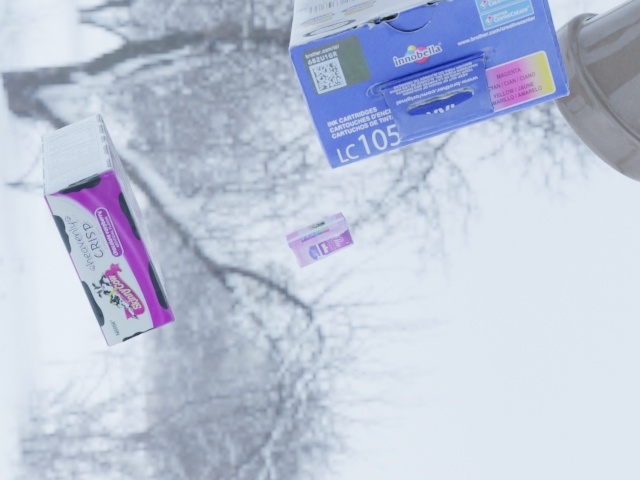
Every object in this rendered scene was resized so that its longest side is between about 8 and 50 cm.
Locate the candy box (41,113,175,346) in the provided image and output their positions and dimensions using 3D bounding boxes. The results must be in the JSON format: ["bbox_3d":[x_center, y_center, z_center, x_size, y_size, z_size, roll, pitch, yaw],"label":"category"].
[{"bbox_3d":[-0.210,-0.017,1.216,0.233,0.071,0.159,-124,-166,-69],"label":"candy box"}]

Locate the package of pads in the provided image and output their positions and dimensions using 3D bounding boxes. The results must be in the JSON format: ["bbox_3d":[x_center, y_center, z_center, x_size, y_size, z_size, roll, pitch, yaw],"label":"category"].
[{"bbox_3d":[0.000,0.000,1.649,0.050,0.083,0.032,65,1,-53],"label":"package of pads"}]

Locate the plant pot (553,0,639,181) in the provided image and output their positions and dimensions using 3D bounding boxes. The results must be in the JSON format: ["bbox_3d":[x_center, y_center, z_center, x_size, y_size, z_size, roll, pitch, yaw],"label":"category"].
[{"bbox_3d":[0.466,-0.244,1.686,0.229,0.263,0.263,-43,-139,39],"label":"plant pot"}]

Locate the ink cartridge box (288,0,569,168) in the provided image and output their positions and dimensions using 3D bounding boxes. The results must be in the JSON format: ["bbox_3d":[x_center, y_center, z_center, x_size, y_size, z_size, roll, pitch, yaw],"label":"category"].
[{"bbox_3d":[0.111,-0.222,1.389,0.395,0.270,0.151,-88,160,-68],"label":"ink cartridge box"}]
